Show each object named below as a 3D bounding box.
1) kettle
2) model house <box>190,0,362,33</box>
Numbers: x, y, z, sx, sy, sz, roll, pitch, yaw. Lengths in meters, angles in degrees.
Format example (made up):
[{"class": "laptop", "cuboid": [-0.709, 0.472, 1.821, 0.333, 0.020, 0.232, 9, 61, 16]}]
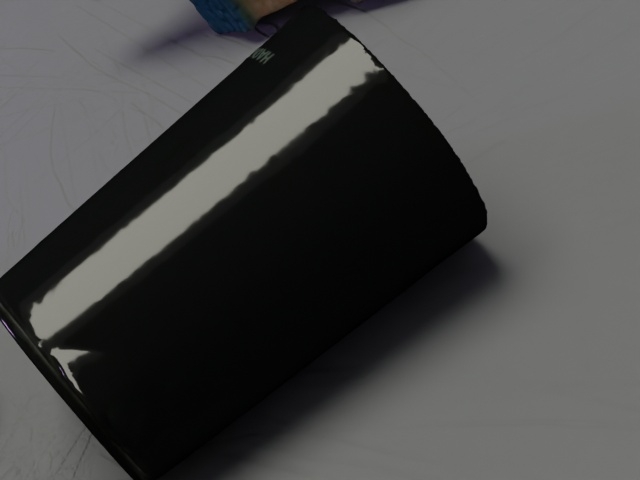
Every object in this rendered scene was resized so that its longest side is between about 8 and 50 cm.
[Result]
[{"class": "kettle", "cuboid": [-0.078, -0.006, 1.302, 0.308, 0.203, 0.262, -39, 44, -6]}, {"class": "model house", "cuboid": [-0.094, -0.324, 1.701, 0.325, 0.267, 0.194, -26, 27, 26]}]
